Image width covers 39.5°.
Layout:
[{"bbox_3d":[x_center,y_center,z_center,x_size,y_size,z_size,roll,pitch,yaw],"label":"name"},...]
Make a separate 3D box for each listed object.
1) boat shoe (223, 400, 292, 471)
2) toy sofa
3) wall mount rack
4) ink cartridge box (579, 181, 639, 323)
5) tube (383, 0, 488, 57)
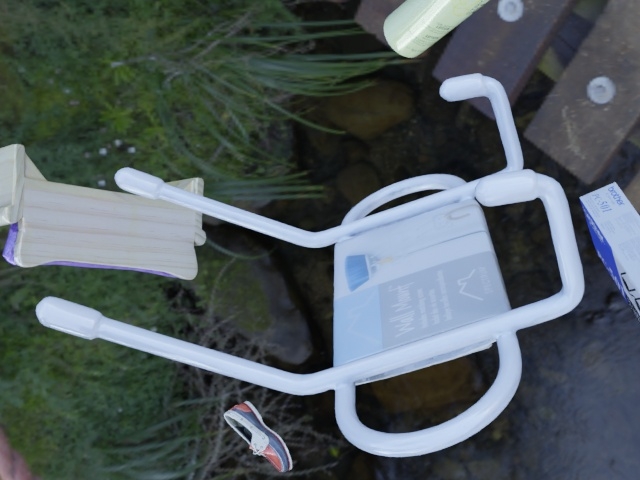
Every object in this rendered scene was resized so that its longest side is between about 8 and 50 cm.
[{"bbox_3d":[-0.096,0.308,1.380,0.137,0.043,0.049,46,136,27],"label":"boat shoe"},{"bbox_3d":[-0.367,-0.031,1.421,0.150,0.362,0.177,-5,82,44],"label":"toy sofa"},{"bbox_3d":[0.000,0.000,0.602,0.304,0.350,0.130,-18,114,10],"label":"wall mount rack"},{"bbox_3d":[0.337,0.038,0.927,0.046,0.207,0.097,-24,127,9],"label":"ink cartridge box"},{"bbox_3d":[0.161,-0.284,0.993,0.062,0.070,0.240,48,143,-9],"label":"tube"}]
